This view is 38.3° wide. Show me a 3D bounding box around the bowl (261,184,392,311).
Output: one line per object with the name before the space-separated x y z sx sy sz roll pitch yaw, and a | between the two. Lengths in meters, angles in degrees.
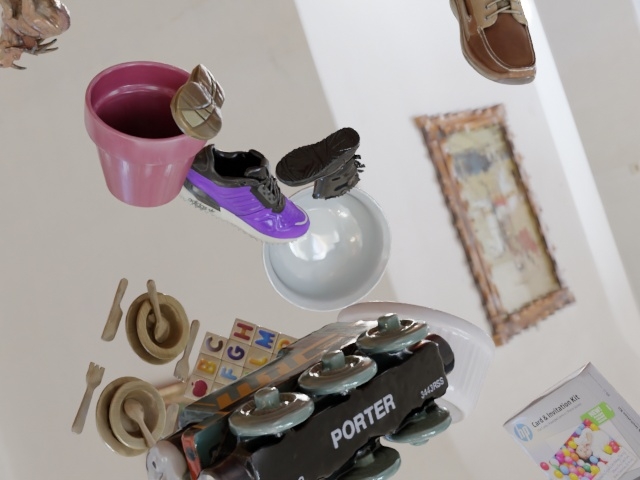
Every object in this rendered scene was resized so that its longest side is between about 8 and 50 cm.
bowl | 0.000 0.000 2.064 0.298 0.298 0.134 -18 -160 -11

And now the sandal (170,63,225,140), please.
sandal | -0.157 -0.165 1.132 0.049 0.072 0.180 -29 -156 14

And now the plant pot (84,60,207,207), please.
plant pot | -0.281 -0.160 1.490 0.201 0.201 0.180 -17 144 -28

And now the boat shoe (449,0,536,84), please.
boat shoe | 0.308 -0.407 1.658 0.123 0.324 0.116 -9 140 -10

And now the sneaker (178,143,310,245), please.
sneaker | -0.125 -0.096 1.758 0.293 0.102 0.146 23 130 -26

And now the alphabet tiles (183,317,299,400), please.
alphabet tiles | -0.142 0.352 2.232 0.342 0.285 0.011 19 155 -2

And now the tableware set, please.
tableware set | -0.190 0.144 1.027 0.039 0.194 0.128 -16 141 40

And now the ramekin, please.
ramekin | 0.145 0.210 1.516 0.272 0.127 0.273 12 155 6

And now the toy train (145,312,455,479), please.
toy train | -0.011 0.173 0.909 0.190 0.142 0.334 -7 -167 46

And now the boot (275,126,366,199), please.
boot | 0.001 -0.082 1.125 0.121 0.045 0.099 -31 157 -16

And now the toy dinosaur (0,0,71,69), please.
toy dinosaur | -0.628 -0.487 2.045 0.295 0.200 0.127 3 -140 36

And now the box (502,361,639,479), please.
box | 0.323 0.249 1.065 0.038 0.186 0.145 -31 167 -43
